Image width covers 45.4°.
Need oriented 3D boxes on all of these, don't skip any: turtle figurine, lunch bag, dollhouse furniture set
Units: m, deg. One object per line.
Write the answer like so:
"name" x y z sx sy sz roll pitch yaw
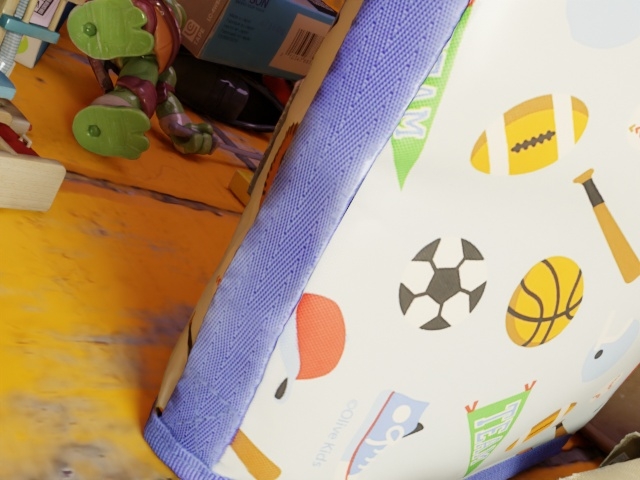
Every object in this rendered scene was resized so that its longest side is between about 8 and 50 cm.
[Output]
"turtle figurine" -0.122 -0.182 0.750 0.275 0.198 0.266 38 26 -12
"lunch bag" 0.097 -0.022 0.475 0.239 0.327 0.386 38 21 30
"dollhouse furniture set" -0.222 -0.124 0.543 0.184 0.129 0.129 40 19 28

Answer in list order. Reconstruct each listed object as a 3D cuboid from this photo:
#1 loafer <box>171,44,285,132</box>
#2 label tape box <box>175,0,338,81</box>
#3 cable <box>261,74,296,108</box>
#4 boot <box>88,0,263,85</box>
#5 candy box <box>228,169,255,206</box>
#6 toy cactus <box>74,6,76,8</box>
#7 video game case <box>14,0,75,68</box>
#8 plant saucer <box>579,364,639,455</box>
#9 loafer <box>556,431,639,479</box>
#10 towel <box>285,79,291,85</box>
"loafer" -0.125 -0.194 0.996 0.078 0.076 0.223 34 11 39
"label tape box" -0.158 -0.365 1.057 0.347 0.115 0.249 47 26 25
"cable" -0.016 -0.175 1.098 0.072 0.140 0.287 78 -9 -49
"boot" -0.213 -0.318 1.182 0.220 0.109 0.283 43 13 22
"candy box" 0.000 0.000 0.758 0.105 0.027 0.206 8 28 -46
"toy cactus" -0.377 -0.336 0.945 0.181 0.112 0.219 22 27 3
"video game case" -0.366 -0.335 0.814 0.244 0.061 0.269 27 45 -17
"plant saucer" 0.352 0.140 0.751 0.278 0.041 0.277 1 35 -1
"loafer" 0.243 0.180 0.534 0.269 0.101 0.092 6 32 -46
"towel" 0.043 -0.211 1.357 0.308 0.076 0.227 22 12 -27
